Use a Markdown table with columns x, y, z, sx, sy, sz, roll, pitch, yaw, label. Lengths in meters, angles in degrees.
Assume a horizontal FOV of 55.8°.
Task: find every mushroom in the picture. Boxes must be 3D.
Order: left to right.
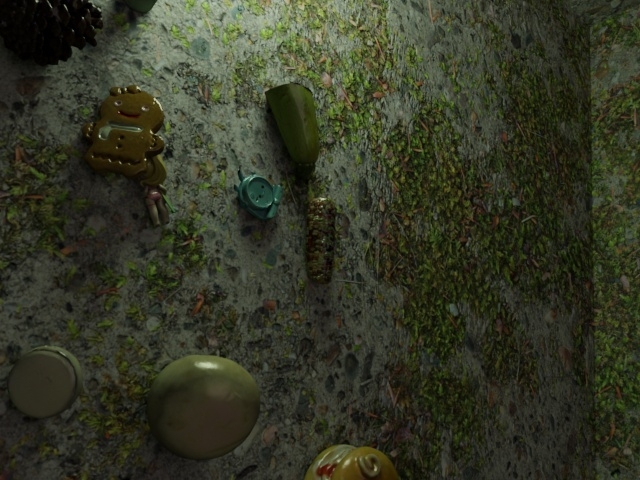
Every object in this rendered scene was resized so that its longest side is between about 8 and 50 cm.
| x | y | z | sx | sy | sz | roll | pitch | yaw | label |
| --- | --- | --- | --- | --- | --- | --- | --- | --- | --- |
| -0.256 | 0.357 | 1.342 | 0.245 | 0.202 | 0.246 | -3 | 111 | -7 | mushroom |

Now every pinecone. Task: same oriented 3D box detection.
| x | y | z | sx | sy | sz | roll | pitch | yaw | label |
| --- | --- | --- | --- | --- | --- | --- | --- | --- | --- |
| -0.576 | -0.469 | 1.281 | 0.184 | 0.179 | 0.204 | 22 | 33 | 12 | pinecone |

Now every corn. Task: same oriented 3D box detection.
| x | y | z | sx | sy | sz | roll | pitch | yaw | label |
| --- | --- | --- | --- | --- | --- | --- | --- | --- | --- |
| 0.000 | 0.000 | 1.712 | 0.086 | 0.086 | 0.254 | 10 | 75 | -38 | corn |

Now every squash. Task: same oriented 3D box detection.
| x | y | z | sx | sy | sz | roll | pitch | yaw | label |
| --- | --- | --- | --- | --- | --- | --- | --- | --- | --- |
| -0.048 | -0.307 | 1.724 | 0.137 | 0.137 | 0.288 | -29 | 102 | -41 | squash |

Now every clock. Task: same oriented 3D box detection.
| x | y | z | sx | sy | sz | roll | pitch | yaw | label |
| --- | --- | --- | --- | --- | --- | --- | --- | --- | --- |
| -0.176 | -0.127 | 1.619 | 0.147 | 0.045 | 0.108 | 31 | 59 | -30 | clock |

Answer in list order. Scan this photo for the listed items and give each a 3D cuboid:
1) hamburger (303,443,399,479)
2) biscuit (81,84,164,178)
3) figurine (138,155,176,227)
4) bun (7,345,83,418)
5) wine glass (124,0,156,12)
| x | y | z | sx | sy | sz | roll | pitch | yaw | label |
| --- | --- | --- | --- | --- | --- | --- | --- | --- | --- |
| 0.080 | 0.672 | 1.547 | 0.302 | 0.186 | 0.261 | -16 | 89 | -39 | hamburger |
| -0.441 | -0.253 | 1.377 | 0.184 | 0.035 | 0.249 | 12 | 61 | -4 | biscuit |
| -0.389 | -0.125 | 1.424 | 0.083 | 0.083 | 0.188 | -16 | 100 | -41 | figurine |
| -0.532 | 0.275 | 1.189 | 0.138 | 0.094 | 0.138 | 0 | 84 | -4 | bun |
| -0.391 | -0.641 | 1.439 | 0.103 | 0.231 | 0.103 | 13 | 69 | -36 | wine glass |
